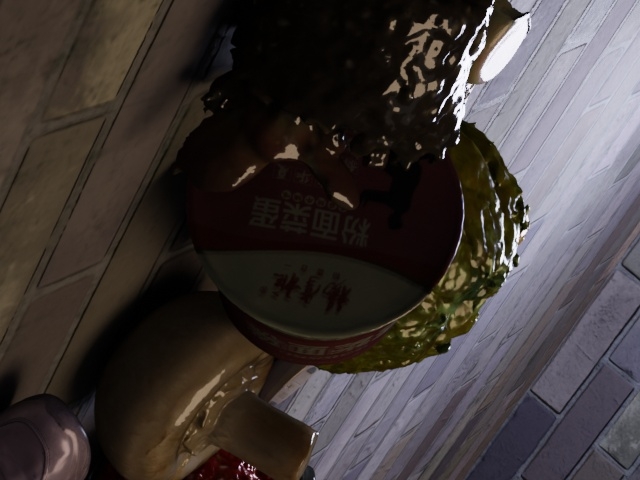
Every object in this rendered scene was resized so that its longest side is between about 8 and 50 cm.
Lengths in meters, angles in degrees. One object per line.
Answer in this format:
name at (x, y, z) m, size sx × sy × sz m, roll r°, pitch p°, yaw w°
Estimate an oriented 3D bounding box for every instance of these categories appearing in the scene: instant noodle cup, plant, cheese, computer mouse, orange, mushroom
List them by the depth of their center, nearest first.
plant at (0.023, -0.138, 1.321) m, size 0.204 × 0.178 × 0.234 m, roll -26°, pitch 146°, yaw -57°
instant noodle cup at (0.000, 0.000, 1.488) m, size 0.235 × 0.235 × 0.178 m, roll -44°, pitch 167°, yaw -18°
mushroom at (-0.098, 0.159, 1.608) m, size 0.207 × 0.215 × 0.207 m, roll -51°, pitch 163°, yaw -23°
orange at (0.074, 0.016, 1.736) m, size 0.301 × 0.223 × 0.300 m, roll -55°, pitch 158°, yaw 20°
cheese at (0.173, -0.197, 1.819) m, size 0.092 × 0.047 × 0.171 m, roll -38°, pitch 160°, yaw -28°
computer mouse at (-0.043, 0.162, 2.077) m, size 0.096 × 0.039 × 0.066 m, roll -42°, pitch 163°, yaw 0°

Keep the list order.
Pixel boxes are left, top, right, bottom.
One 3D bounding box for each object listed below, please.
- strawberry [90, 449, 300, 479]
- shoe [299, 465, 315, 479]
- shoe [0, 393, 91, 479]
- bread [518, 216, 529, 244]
strawberry at (-0.129, 0.283, 1.794) m, size 0.257 × 0.257 × 0.277 m, roll 108°, pitch 3°, yaw -53°
shoe at (-0.120, 0.426, 2.316) m, size 0.109 × 0.149 × 0.293 m, roll -157°, pitch -92°, yaw -77°
shoe at (-0.298, 0.231, 1.456) m, size 0.245 × 0.095 × 0.137 m, roll -51°, pitch 168°, yaw 28°
bread at (0.190, -0.034, 2.098) m, size 0.073 × 0.149 × 0.122 m, roll -41°, pitch 120°, yaw -26°
